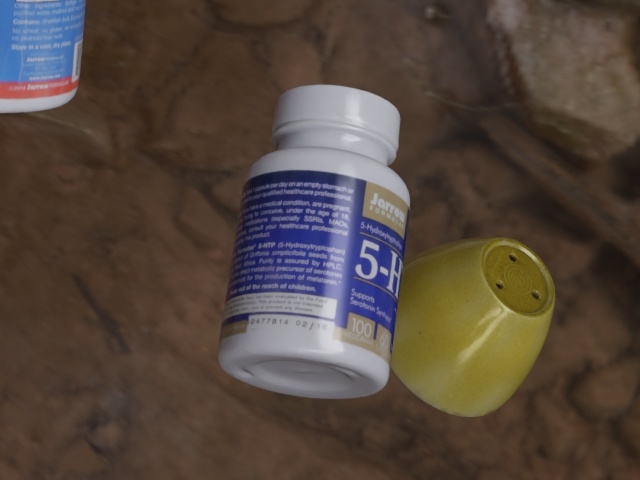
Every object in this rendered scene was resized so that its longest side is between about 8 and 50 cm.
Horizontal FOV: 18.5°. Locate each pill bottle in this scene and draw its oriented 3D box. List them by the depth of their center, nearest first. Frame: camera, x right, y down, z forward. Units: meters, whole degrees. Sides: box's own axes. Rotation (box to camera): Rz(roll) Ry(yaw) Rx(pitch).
[{"bbox_3d":[-0.205,-0.200,1.228,0.124,0.124,0.222,-3,109,-26],"label":"pill bottle"},{"bbox_3d":[0.000,0.000,1.275,0.112,0.112,0.187,18,69,-28],"label":"pill bottle"}]

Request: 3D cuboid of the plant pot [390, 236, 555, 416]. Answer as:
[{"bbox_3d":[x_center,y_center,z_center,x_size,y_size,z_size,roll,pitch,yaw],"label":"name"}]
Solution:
[{"bbox_3d":[0.119,0.050,1.459,0.134,0.095,0.134,19,51,-25],"label":"plant pot"}]
